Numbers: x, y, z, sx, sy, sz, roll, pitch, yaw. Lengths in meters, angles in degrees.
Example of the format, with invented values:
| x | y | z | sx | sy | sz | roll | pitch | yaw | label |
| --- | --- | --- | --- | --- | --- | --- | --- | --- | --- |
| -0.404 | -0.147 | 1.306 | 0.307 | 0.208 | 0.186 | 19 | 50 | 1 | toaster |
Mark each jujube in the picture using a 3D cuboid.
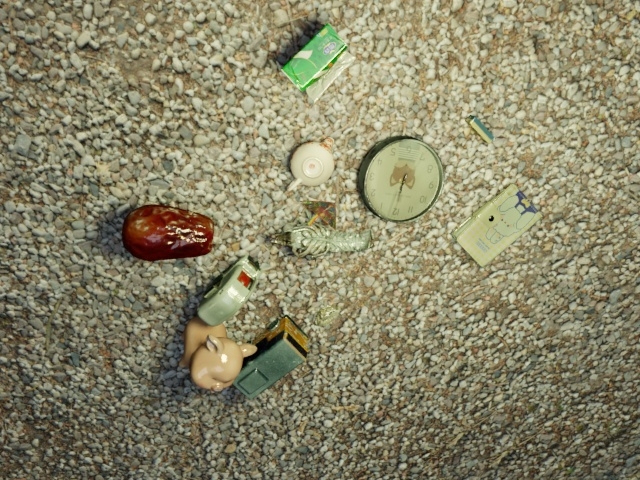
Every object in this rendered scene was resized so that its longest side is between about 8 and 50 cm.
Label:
| x | y | z | sx | sy | sz | roll | pitch | yaw | label |
| --- | --- | --- | --- | --- | --- | --- | --- | --- | --- |
| -0.547 | -0.023 | 1.764 | 0.317 | 0.223 | 0.223 | 3 | 111 | -14 | jujube |

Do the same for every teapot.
| x | y | z | sx | sy | sz | roll | pitch | yaw | label |
| --- | --- | --- | --- | --- | --- | --- | --- | --- | --- |
| -0.039 | -0.267 | 1.774 | 0.245 | 0.116 | 0.159 | -38 | 120 | 16 | teapot |

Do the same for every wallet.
| x | y | z | sx | sy | sz | roll | pitch | yaw | label |
| --- | --- | --- | --- | --- | --- | --- | --- | --- | --- |
| 0.691 | -0.057 | 1.915 | 0.309 | 0.077 | 0.223 | -44 | 111 | 10 | wallet |

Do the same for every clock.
| x | y | z | sx | sy | sz | roll | pitch | yaw | label |
| --- | --- | --- | --- | --- | --- | --- | --- | --- | --- |
| 0.302 | -0.221 | 1.804 | 0.324 | 0.067 | 0.326 | -4 | 106 | -13 | clock |

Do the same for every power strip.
| x | y | z | sx | sy | sz | roll | pitch | yaw | label |
| --- | --- | --- | --- | --- | --- | --- | --- | --- | --- |
| 0.583 | -0.403 | 1.784 | 0.123 | 0.056 | 0.032 | 40 | 104 | -17 | power strip |

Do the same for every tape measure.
| x | y | z | sx | sy | sz | roll | pitch | yaw | label |
| --- | --- | --- | --- | --- | --- | --- | --- | --- | --- |
| -0.352 | 0.190 | 1.855 | 0.243 | 0.246 | 0.125 | -41 | 105 | 18 | tape measure |

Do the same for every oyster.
| x | y | z | sx | sy | sz | roll | pitch | yaw | label |
| --- | --- | --- | --- | --- | --- | --- | --- | --- | --- |
| 0.030 | 0.319 | 2.030 | 0.098 | 0.037 | 0.101 | 6 | 110 | -6 | oyster |

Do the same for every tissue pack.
| x | y | z | sx | sy | sz | roll | pitch | yaw | label |
| --- | --- | --- | --- | --- | --- | --- | --- | --- | --- |
| -0.004 | -0.583 | 1.622 | 0.209 | 0.148 | 0.156 | -42 | 107 | 11 | tissue pack |

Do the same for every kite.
| x | y | z | sx | sy | sz | roll | pitch | yaw | label |
| --- | --- | --- | --- | --- | --- | --- | --- | --- | --- |
| 0.004 | -0.103 | 1.832 | 0.190 | 0.159 | 0.010 | 41 | 146 | 21 | kite |

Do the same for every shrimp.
| x | y | z | sx | sy | sz | roll | pitch | yaw | label |
| --- | --- | --- | --- | --- | --- | --- | --- | --- | --- |
| -0.004 | 0.001 | 1.851 | 0.410 | 0.166 | 0.222 | 5 | 78 | -19 | shrimp |

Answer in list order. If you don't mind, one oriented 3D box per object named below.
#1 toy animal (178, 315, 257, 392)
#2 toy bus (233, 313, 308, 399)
| x | y | z | sx | sy | sz | roll | pitch | yaw | label |
| --- | --- | --- | --- | --- | --- | --- | --- | --- | --- |
| -0.420 | 0.426 | 1.888 | 0.269 | 0.327 | 0.237 | -33 | 142 | 25 | toy animal |
| -0.213 | 0.477 | 1.989 | 0.323 | 0.194 | 0.162 | -38 | 110 | 10 | toy bus |
